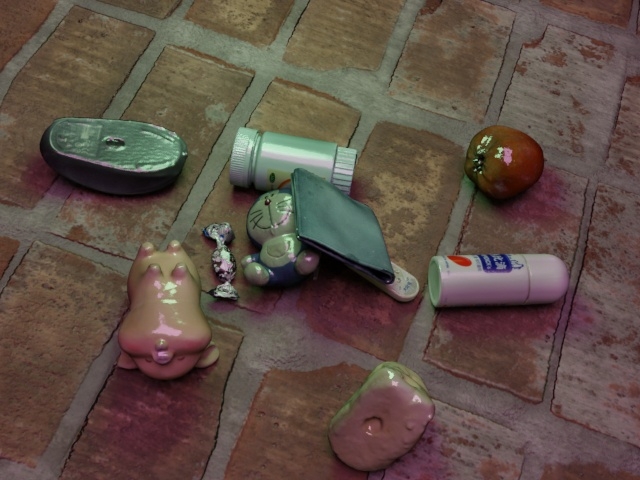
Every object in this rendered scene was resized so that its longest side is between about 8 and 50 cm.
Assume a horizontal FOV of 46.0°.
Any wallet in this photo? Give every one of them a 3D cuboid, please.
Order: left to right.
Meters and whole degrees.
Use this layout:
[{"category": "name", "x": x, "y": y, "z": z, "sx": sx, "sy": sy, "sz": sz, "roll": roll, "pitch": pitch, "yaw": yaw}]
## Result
[{"category": "wallet", "x": 0.053, "y": -0.034, "z": 1.835, "sx": 0.290, "sy": 0.054, "sz": 0.251, "roll": 29, "pitch": 31, "yaw": -30}]

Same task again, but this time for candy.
[{"category": "candy", "x": -0.250, "y": 0.051, "z": 1.888, "sx": 0.094, "sy": 0.051, "sz": 0.226, "roll": -14, "pitch": 60, "yaw": -1}]

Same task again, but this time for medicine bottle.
[{"category": "medicine bottle", "x": -0.068, "y": -0.195, "z": 1.977, "sx": 0.318, "sy": 0.158, "sz": 0.158, "roll": 9, "pitch": 60, "yaw": 1}, {"category": "medicine bottle", "x": 0.448, "y": 0.099, "z": 1.872, "sx": 0.341, "sy": 0.130, "sz": 0.130, "roll": 0, "pitch": 61, "yaw": -5}]

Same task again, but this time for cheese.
[{"category": "cheese", "x": 0.138, "y": 0.391, "z": 1.680, "sx": 0.173, "sy": 0.251, "sz": 0.248, "roll": 39, "pitch": 100, "yaw": 2}]

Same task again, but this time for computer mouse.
[{"category": "computer mouse", "x": -0.539, "y": -0.226, "z": 1.981, "sx": 0.374, "sy": 0.114, "sz": 0.203, "roll": 8, "pitch": 57, "yaw": -9}]

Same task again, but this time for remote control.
[{"category": "remote control", "x": 0.150, "y": 0.079, "z": 1.907, "sx": 0.221, "sy": 0.042, "sz": 0.078, "roll": 33, "pitch": 56, "yaw": 14}]

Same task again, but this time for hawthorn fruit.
[{"category": "hawthorn fruit", "x": 0.519, "y": -0.213, "z": 2.032, "sx": 0.251, "sy": 0.199, "sz": 0.199, "roll": -7, "pitch": 61, "yaw": -24}]

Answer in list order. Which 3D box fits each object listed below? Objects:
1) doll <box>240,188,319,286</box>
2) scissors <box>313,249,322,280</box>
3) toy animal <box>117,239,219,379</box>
[{"category": "doll", "x": -0.094, "y": -0.011, "z": 1.867, "sx": 0.228, "sy": 0.154, "sz": 0.258, "roll": -19, "pitch": 69, "yaw": 19}, {"category": "scissors", "x": 0.000, "y": 0.000, "z": 1.932, "sx": 0.110, "sy": 0.021, "sz": 0.212, "roll": 22, "pitch": 64, "yaw": -37}, {"category": "toy animal", "x": -0.359, "y": 0.162, "z": 1.726, "sx": 0.237, "sy": 0.269, "sz": 0.326, "roll": -4, "pitch": 29, "yaw": -8}]
